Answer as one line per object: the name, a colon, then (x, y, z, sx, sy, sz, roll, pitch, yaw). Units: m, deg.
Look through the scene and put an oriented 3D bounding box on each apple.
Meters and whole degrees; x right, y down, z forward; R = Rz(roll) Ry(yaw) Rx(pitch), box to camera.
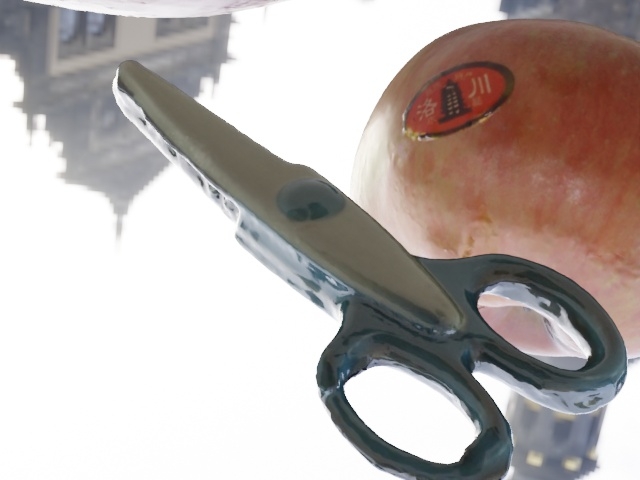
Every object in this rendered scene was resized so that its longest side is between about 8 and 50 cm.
apple: (0.117, -0.023, 0.873, 0.209, 0.164, 0.209, 17, 169, 3)

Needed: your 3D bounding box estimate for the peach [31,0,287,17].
peach: (-0.049, -0.210, 0.453, 0.308, 0.308, 0.332, -12, -161, -31)

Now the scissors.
scissors: (0.000, 0.000, 0.745, 0.138, 0.041, 0.289, -31, -124, -31)
